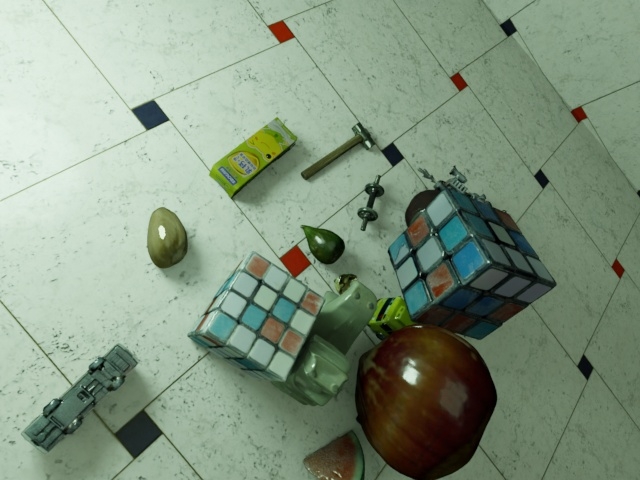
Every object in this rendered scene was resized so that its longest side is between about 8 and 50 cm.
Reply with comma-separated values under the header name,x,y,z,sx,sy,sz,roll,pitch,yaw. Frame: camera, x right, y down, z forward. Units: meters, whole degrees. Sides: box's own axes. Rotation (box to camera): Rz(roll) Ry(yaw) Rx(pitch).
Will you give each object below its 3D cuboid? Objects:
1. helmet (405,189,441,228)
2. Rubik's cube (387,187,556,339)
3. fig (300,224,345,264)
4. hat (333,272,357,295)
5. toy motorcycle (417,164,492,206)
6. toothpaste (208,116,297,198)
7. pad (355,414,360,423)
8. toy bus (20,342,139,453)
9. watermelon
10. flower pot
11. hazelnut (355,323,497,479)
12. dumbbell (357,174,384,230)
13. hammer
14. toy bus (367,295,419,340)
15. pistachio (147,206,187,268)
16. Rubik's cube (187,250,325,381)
name,x,y,z,sx,sy,sz,roll,pitch,yaw
helmet,0.464,-0.087,1.585,0.305,0.225,0.177,18,36,-26
Rubik's cube,0.494,0.086,1.385,0.362,0.359,0.363,20,37,-27
fig,0.000,0.000,1.388,0.177,0.117,0.117,44,60,4
hat,0.085,0.152,1.404,0.077,0.059,0.076,-10,95,-23
toy motorcycle,0.570,-0.190,1.668,0.401,0.207,0.134,44,85,-7
toothpaste,-0.222,-0.288,1.373,0.110,0.077,0.327,47,60,-7
pad,0.243,0.612,1.363,0.233,0.022,0.174,48,61,-5
toy bus,-0.572,0.376,0.985,0.092,0.106,0.268,46,63,-7
watermelon,0.066,0.669,1.207,0.202,0.136,0.207,25,50,-24
flower pot,0.016,0.302,1.213,0.165,0.254,0.367,37,61,-12
hazelnut,0.296,0.473,1.175,0.402,0.429,0.402,21,24,-10
dumbbell,0.192,-0.146,1.534,0.082,0.081,0.254,27,64,-17
hammer,0.063,-0.332,1.554,0.365,0.043,0.111,-39,95,-28
toy bus,0.300,0.317,1.406,0.262,0.150,0.128,43,60,-9
pistachio,-0.446,-0.010,1.169,0.108,0.126,0.185,29,49,-65
Rubik's cube,-0.182,0.221,1.136,0.259,0.256,0.253,37,62,-11
